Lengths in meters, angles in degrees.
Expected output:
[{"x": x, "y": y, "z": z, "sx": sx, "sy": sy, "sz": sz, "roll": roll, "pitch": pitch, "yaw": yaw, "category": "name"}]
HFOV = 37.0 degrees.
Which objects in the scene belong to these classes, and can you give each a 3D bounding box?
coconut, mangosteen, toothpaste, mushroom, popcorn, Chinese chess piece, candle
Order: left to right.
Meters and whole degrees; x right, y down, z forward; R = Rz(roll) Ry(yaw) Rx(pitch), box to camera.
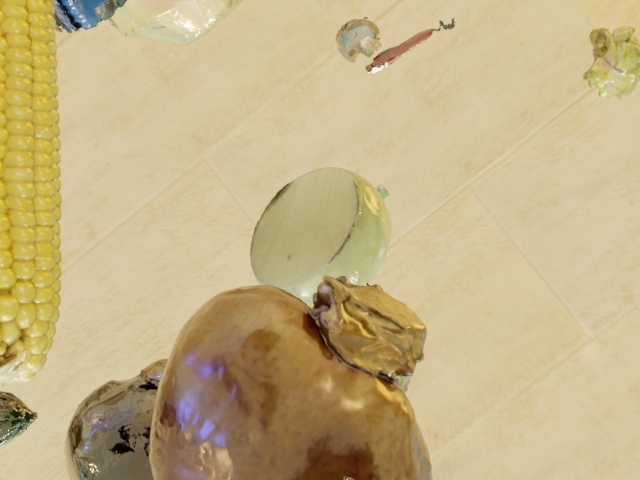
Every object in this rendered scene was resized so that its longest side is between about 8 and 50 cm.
[{"x": -0.249, "y": -0.441, "z": 1.543, "sx": 0.259, "sy": 0.259, "sz": 0.259, "roll": 0, "pitch": 90, "yaw": 5, "category": "coconut"}, {"x": -0.185, "y": 0.235, "z": 1.163, "sx": 0.211, "sy": 0.211, "sz": 0.250, "roll": 40, "pitch": 66, "yaw": 4, "category": "mangosteen"}, {"x": -0.023, "y": 0.160, "z": 0.804, "sx": 0.263, "sy": 0.195, "sz": 0.283, "roll": 29, "pitch": 91, "yaw": 27, "category": "mushroom"}, {"x": 0.000, "y": 0.000, "z": 1.190, "sx": 0.188, "sy": 0.188, "sz": 0.083, "roll": -48, "pitch": 128, "yaw": 3, "category": "Chinese chess piece"}, {"x": 0.042, "y": -0.223, "z": 1.069, "sx": 0.049, "sy": 0.101, "sz": 0.019, "roll": 35, "pitch": 76, "yaw": -6, "category": "mushroom"}, {"x": 0.081, "y": -0.067, "z": 1.693, "sx": 0.083, "sy": 0.017, "sz": 0.020, "roll": -34, "pitch": 132, "yaw": 15, "category": "toothpaste"}, {"x": 0.139, "y": -0.306, "z": 1.500, "sx": 0.167, "sy": 0.021, "sz": 0.026, "roll": -26, "pitch": 117, "yaw": 35, "category": "candle"}, {"x": 0.450, "y": -0.271, "z": 1.458, "sx": 0.089, "sy": 0.097, "sz": 0.109, "roll": -2, "pitch": 119, "yaw": 30, "category": "popcorn"}]

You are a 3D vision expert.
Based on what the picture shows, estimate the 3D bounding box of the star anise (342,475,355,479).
[{"x": 0.051, "y": 0.233, "z": 0.622, "sx": 0.168, "sy": 0.057, "sz": 0.168, "roll": 3, "pitch": 74, "yaw": -11, "category": "star anise"}]

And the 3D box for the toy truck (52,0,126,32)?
[{"x": -0.118, "y": -0.236, "z": 0.620, "sx": 0.126, "sy": 0.113, "sz": 0.208, "roll": 27, "pitch": 72, "yaw": 32, "category": "toy truck"}]

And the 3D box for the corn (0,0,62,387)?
[{"x": -0.164, "y": -0.054, "z": 0.453, "sx": 0.081, "sy": 0.081, "sz": 0.248, "roll": -3, "pitch": 88, "yaw": 5, "category": "corn"}]

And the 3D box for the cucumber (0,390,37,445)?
[{"x": -0.371, "y": 0.162, "z": 0.819, "sx": 0.245, "sy": 0.067, "sz": 0.067, "roll": -6, "pitch": 89, "yaw": -26, "category": "cucumber"}]
